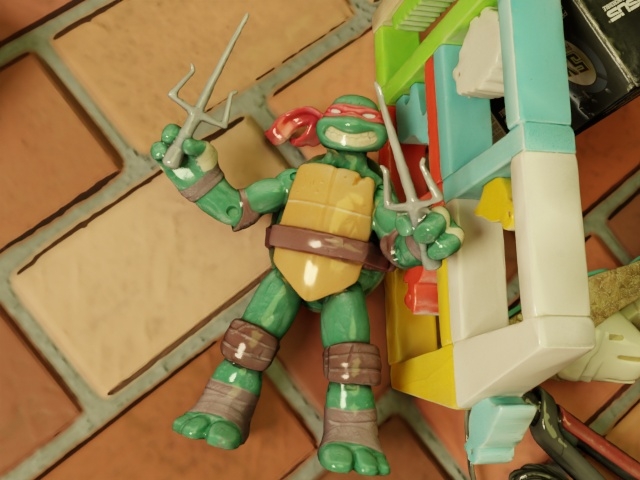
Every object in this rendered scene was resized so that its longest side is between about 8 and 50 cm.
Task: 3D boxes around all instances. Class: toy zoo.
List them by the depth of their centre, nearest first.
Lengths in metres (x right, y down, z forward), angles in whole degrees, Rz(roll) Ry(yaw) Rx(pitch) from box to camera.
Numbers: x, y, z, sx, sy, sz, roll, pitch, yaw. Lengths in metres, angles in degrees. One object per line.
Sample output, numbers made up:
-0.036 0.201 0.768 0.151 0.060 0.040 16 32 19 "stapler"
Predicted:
0.078 -0.029 0.533 0.030 0.192 0.293 2 77 -16 "toy zoo"

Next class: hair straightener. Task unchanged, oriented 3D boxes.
0.173 0.167 0.589 0.230 0.047 0.089 38 70 -9 "hair straightener"

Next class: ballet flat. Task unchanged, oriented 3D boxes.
0.195 0.048 0.610 0.206 0.073 0.067 -24 53 -19 "ballet flat"

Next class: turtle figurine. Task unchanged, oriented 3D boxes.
0.000 0.000 0.537 0.175 0.118 0.234 8 86 26 "turtle figurine"

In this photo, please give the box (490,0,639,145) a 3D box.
0.166 -0.118 0.588 0.147 0.180 0.077 -31 86 -22 "box"
